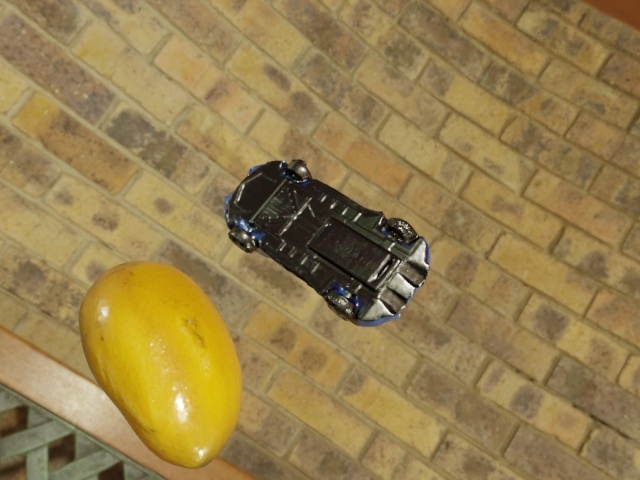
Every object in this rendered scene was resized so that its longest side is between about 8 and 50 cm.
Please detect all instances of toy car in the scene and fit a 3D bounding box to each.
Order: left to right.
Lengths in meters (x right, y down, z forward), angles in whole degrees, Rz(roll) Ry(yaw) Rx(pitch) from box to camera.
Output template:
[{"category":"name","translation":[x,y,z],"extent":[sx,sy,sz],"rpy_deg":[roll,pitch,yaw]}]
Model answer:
[{"category":"toy car","translation":[0.000,0.000,0.540],"extent":[0.216,0.103,0.063],"rpy_deg":[32,-14,30]}]

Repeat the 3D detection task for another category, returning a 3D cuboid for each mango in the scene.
[{"category":"mango","translation":[-0.140,0.108,0.525],"extent":[0.145,0.112,0.219],"rpy_deg":[34,16,-49]}]
